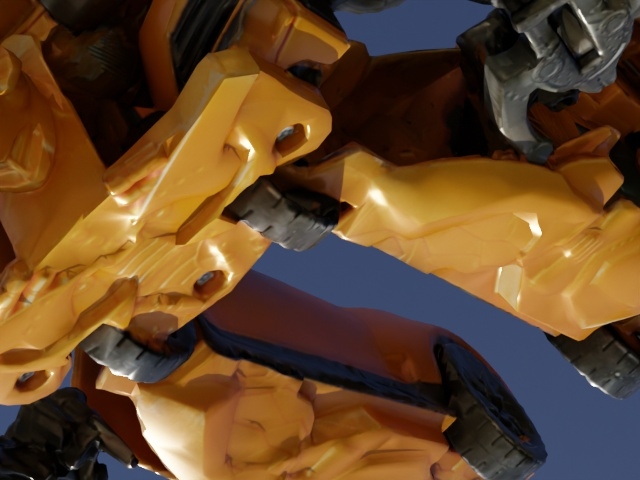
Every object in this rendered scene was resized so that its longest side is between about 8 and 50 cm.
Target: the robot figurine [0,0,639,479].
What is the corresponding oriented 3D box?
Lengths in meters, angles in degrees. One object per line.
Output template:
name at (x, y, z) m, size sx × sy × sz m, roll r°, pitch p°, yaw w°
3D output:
robot figurine at (0.000, 0.000, 0.428) m, size 0.211 × 0.291 × 0.085 m, roll -42°, pitch -123°, yaw 16°
